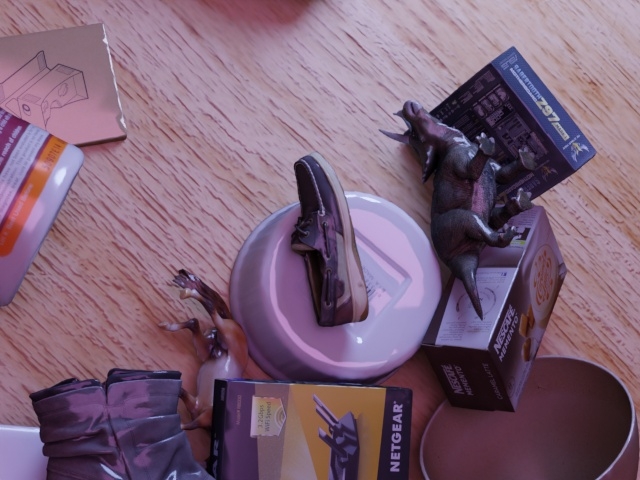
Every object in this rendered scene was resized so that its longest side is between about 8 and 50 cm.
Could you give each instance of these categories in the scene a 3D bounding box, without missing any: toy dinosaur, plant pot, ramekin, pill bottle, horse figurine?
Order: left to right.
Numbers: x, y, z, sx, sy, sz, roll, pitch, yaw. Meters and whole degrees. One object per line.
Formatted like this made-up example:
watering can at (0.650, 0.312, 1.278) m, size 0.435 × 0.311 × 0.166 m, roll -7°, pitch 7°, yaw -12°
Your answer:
pill bottle at (-0.510, -0.100, 1.796) m, size 0.392 × 0.224 × 0.224 m, roll 28°, pitch 74°, yaw -9°
horse figurine at (-0.148, 0.168, 1.898) m, size 0.174 × 0.066 × 0.263 m, roll 34°, pitch 53°, yaw -49°
ramekin at (0.027, 0.066, 1.952) m, size 0.277 × 0.135 × 0.277 m, roll 3°, pitch 79°, yaw -15°
toy dinosaur at (0.195, -0.043, 1.921) m, size 0.121 × 0.160 × 0.313 m, roll -1°, pitch 75°, yaw -37°
plant pot at (0.293, 0.316, 1.930) m, size 0.284 × 0.284 × 0.191 m, roll -35°, pitch 124°, yaw -18°

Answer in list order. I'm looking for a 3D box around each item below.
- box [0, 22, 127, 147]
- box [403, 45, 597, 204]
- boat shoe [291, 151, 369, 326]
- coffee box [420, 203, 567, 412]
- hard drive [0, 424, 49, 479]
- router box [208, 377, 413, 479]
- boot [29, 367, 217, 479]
box at (-0.371, -0.197, 1.957) m, size 0.201 × 0.021 × 0.164 m, roll -11°, pitch 83°, yaw -17°
box at (0.239, -0.132, 1.992) m, size 0.059 × 0.233 × 0.183 m, roll -37°, pitch 89°, yaw -35°
boat shoe at (0.000, 0.001, 1.845) m, size 0.073 × 0.080 × 0.223 m, roll -15°, pitch 88°, yaw -22°
coffee box at (0.236, 0.088, 1.955) m, size 0.246 × 0.098 × 0.141 m, roll -63°, pitch 141°, yaw -34°
hard drive at (-0.359, 0.337, 1.811) m, size 0.319 × 0.040 × 0.210 m, roll 9°, pitch 77°, yaw -26°
router box at (-0.017, 0.330, 1.837) m, size 0.243 × 0.081 × 0.308 m, roll 4°, pitch 86°, yaw -15°
boot at (-0.163, 0.255, 1.707) m, size 0.338 × 0.118 × 0.222 m, roll 0°, pitch 80°, yaw -19°
